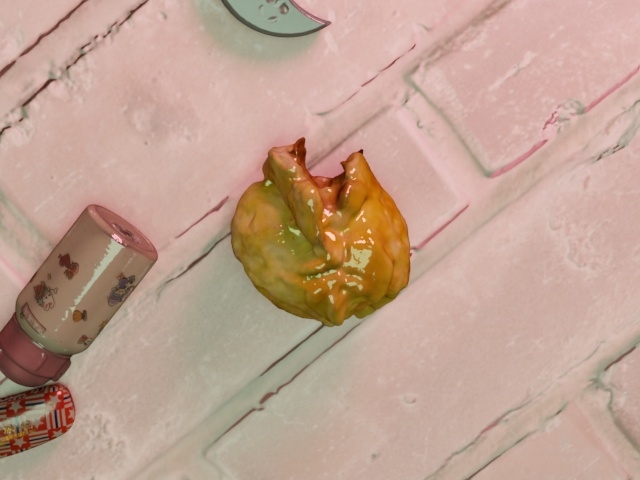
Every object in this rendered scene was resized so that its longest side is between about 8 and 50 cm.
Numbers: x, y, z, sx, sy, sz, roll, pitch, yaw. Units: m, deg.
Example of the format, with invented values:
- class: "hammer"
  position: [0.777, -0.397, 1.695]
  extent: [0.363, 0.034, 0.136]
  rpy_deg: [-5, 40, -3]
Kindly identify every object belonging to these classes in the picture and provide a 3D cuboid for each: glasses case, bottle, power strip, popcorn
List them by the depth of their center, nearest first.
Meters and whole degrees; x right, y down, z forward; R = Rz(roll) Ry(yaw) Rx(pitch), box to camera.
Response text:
- class: "power strip"
  position: [-0.067, -0.345, 1.300]
  extent: [0.137, 0.044, 0.216]
  rpy_deg: [-13, 106, -4]
- class: "popcorn"
  position: [-0.002, -0.001, 1.330]
  extent: [0.190, 0.191, 0.253]
  rpy_deg: [-20, 103, 25]
- class: "bottle"
  position: [-0.308, 0.076, 1.339]
  extent: [0.110, 0.110, 0.233]
  rpy_deg: [36, 96, -15]
- class: "glasses case"
  position: [-0.410, 0.242, 1.398]
  extent: [0.194, 0.049, 0.073]
  rpy_deg: [-16, 106, -4]
